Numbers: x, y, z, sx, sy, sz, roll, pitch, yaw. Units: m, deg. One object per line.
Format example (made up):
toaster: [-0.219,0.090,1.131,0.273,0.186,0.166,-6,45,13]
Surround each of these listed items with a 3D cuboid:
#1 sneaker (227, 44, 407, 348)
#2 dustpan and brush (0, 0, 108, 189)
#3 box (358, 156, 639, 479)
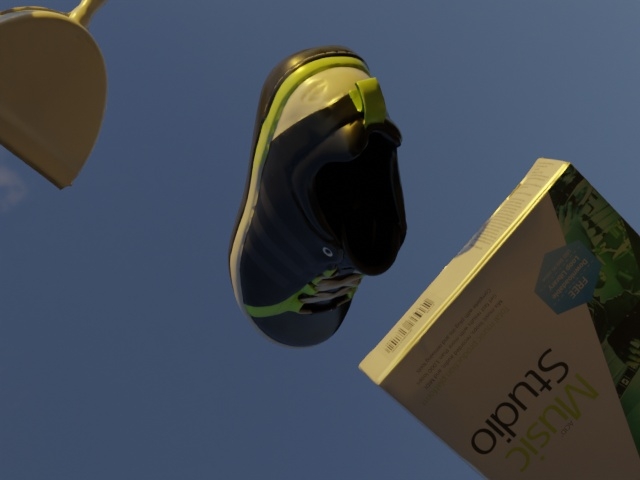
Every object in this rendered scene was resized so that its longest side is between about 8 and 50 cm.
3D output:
sneaker: [0.000,0.000,0.557,0.084,0.235,0.097,-18,-132,-21]
dustpan and brush: [-0.224,-0.168,0.828,0.147,0.060,0.211,41,-107,-28]
box: [0.223,0.122,0.797,0.322,0.058,0.232,42,-92,-19]
